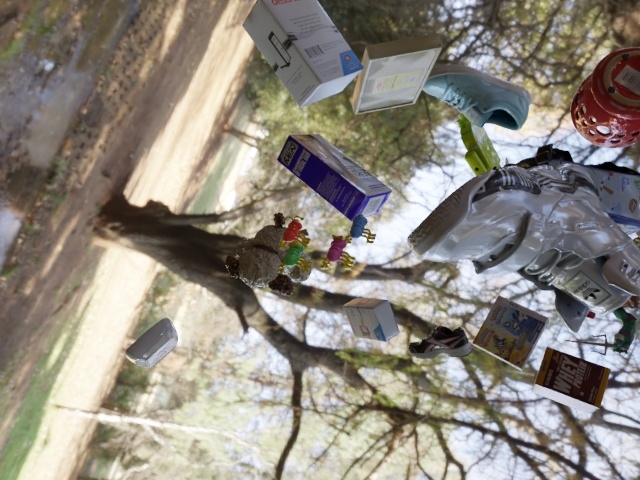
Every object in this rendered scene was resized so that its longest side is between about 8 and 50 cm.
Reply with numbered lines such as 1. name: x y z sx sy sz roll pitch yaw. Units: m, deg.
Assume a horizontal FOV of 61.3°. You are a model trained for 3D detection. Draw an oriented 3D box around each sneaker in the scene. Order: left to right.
1. sneaker: 0.308 0.258 1.402 0.178 0.072 0.077 -14 -90 38
2. sneaker: 0.487 -0.443 1.710 0.135 0.366 0.150 99 5 -65
3. sneaker: 0.292 0.016 0.710 0.210 0.366 0.137 61 -40 22

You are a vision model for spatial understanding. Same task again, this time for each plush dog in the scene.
1. plush dog: -0.162 0.055 1.656 0.225 0.263 0.210 -64 169 -46

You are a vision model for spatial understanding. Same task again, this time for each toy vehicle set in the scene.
1. toy vehicle set: 0.173 -0.388 1.288 0.267 0.166 0.035 106 -29 -77

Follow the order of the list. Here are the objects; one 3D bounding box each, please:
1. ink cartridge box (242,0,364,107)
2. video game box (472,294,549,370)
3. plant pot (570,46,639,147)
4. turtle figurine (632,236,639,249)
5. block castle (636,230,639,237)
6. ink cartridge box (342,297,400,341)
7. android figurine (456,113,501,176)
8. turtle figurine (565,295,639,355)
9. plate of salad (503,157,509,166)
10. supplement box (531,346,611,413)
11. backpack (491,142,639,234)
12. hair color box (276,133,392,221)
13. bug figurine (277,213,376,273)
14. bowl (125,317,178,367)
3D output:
1. ink cartridge box: -0.033 -0.385 1.072 0.148 0.203 0.086 -34 179 -42
2. video game box: 0.663 0.319 1.889 0.187 0.048 0.205 25 -100 35
3. plant pot: 0.686 -0.327 1.219 0.174 0.191 0.191 55 53 -73
4. turtle figurine: 0.852 0.016 1.313 0.217 0.270 0.087 2 -95 49
5. block castle: 0.837 -0.115 0.992 0.303 0.213 0.453 49 -28 33
6. ink cartridge box: 0.118 0.186 1.277 0.052 0.088 0.122 -27 -169 -30
7. android figurine: 0.541 -0.305 1.829 0.056 0.272 0.248 -25 -163 34
8. turtle figurine: 0.516 0.087 0.898 0.234 0.175 0.118 -14 -156 20
9. plate of salad: 0.467 -0.101 1.291 0.200 0.048 0.199 -7 90 -74
10. supplement box: 0.801 0.452 1.739 0.129 0.191 0.194 -66 155 -14
11. backpack: 0.484 -0.063 1.065 0.276 0.264 0.213 165 -73 -87
12. hair color box: 0.045 -0.212 1.750 0.185 0.339 0.110 -18 142 -56
13. bug figurine: 0.000 0.000 1.438 0.216 0.279 0.072 -70 150 -51
14. bowl: -0.434 0.279 1.428 0.142 0.053 0.142 -43 166 -22
